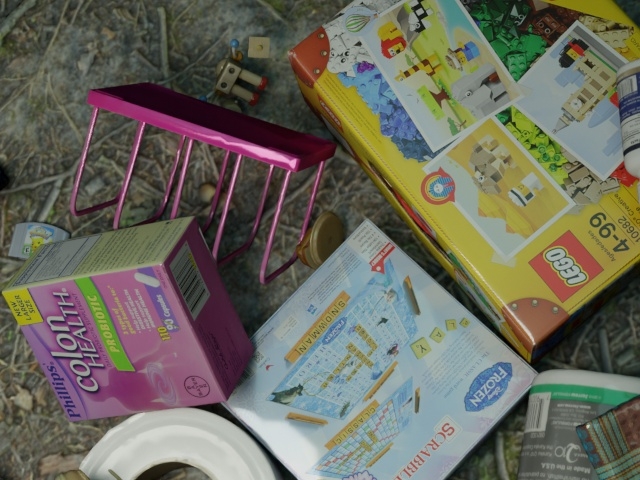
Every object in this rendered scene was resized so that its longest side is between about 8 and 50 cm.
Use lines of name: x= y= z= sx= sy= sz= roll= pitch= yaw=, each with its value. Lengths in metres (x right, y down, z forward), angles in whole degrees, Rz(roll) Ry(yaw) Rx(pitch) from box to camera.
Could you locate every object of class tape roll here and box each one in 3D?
tape roll: x=-0.183 y=0.361 z=1.833 sx=0.286 sy=0.100 sz=0.286 roll=-2 pitch=76 yaw=8

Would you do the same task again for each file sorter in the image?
file sorter: x=-0.159 y=-0.079 z=1.873 sx=0.290 sy=0.202 sz=0.182 roll=19 pitch=103 yaw=11

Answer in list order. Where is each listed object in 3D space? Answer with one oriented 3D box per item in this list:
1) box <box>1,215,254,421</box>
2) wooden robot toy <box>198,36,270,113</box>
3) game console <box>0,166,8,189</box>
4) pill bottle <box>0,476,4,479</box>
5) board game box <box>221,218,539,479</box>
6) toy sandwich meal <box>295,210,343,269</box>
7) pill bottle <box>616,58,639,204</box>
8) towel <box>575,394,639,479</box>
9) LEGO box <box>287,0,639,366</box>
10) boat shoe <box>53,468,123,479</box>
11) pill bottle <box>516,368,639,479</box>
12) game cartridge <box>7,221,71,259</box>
box: x=-0.245 y=0.104 z=1.807 sx=0.243 sy=0.117 sz=0.214 roll=-9 pitch=118 yaw=24
wooden robot toy: x=-0.125 y=-0.225 z=1.999 sx=0.076 sy=0.079 sz=0.173 roll=26 pitch=106 yaw=-18
game console: x=-0.600 y=-0.059 z=1.955 sx=0.293 sy=0.173 sz=0.250 roll=-34 pitch=74 yaw=-2
pill bottle: x=-0.438 y=0.384 z=1.850 sx=0.117 sy=0.117 sz=0.215 roll=-43 pitch=75 yaw=-5
board game box: x=0.068 y=0.191 z=1.860 sx=0.319 sy=0.066 sz=0.318 roll=-45 pitch=74 yaw=-5
toy sandwich meal: x=0.000 y=0.000 z=1.917 sx=0.029 sy=0.085 sz=0.086 roll=9 pitch=76 yaw=33
pill bottle: x=0.408 y=-0.128 z=1.683 sx=0.094 sy=0.094 sz=0.169 roll=-4 pitch=76 yaw=6
towel: x=0.492 y=0.319 z=1.600 sx=0.271 sy=0.040 sz=0.370 roll=-27 pitch=85 yaw=-3
LEGO box: x=0.259 y=-0.149 z=1.856 sx=0.372 sy=0.193 sz=0.500 roll=-39 pitch=74 yaw=-4
boat shoe: x=-0.207 y=0.371 z=1.736 sx=0.285 sy=0.104 sz=0.089 roll=41 pitch=80 yaw=4
pill bottle: x=0.334 y=0.352 z=1.714 sx=0.204 sy=0.204 sz=0.361 roll=8 pitch=78 yaw=9
game cartridge: x=-0.399 y=0.003 z=1.995 sx=0.083 sy=0.017 sz=0.056 roll=9 pitch=73 yaw=9
